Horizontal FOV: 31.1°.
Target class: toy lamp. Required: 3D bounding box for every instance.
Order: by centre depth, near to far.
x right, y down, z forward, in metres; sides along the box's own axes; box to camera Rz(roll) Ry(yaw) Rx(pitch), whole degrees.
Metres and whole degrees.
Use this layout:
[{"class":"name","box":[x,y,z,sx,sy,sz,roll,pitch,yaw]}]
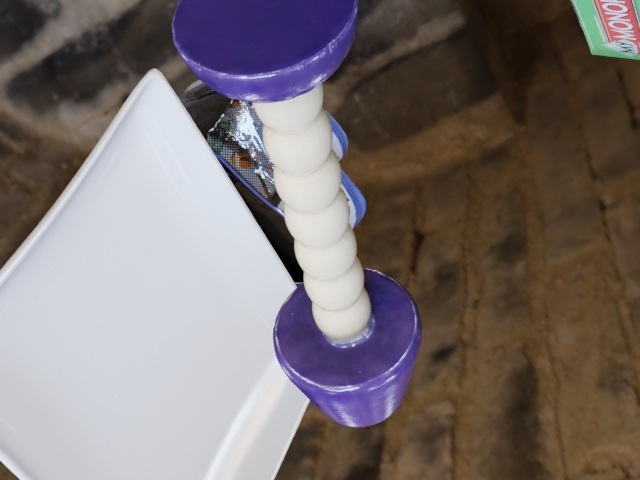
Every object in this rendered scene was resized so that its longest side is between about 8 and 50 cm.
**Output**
[{"class":"toy lamp","box":[0.000,0.000,0.524,0.080,0.275,0.080,-7,-129,9]}]

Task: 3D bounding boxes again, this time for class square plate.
[{"class":"square plate","box":[-0.135,0.096,0.938,0.049,0.344,0.347,-7,-141,33]}]

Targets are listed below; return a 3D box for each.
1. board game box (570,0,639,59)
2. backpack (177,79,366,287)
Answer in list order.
[{"class":"board game box","box":[0.204,-0.139,0.495,0.213,0.317,0.046,12,-96,22]},{"class":"backpack","box":[-0.087,-0.059,1.291,0.276,0.263,0.213,-7,-141,55]}]
